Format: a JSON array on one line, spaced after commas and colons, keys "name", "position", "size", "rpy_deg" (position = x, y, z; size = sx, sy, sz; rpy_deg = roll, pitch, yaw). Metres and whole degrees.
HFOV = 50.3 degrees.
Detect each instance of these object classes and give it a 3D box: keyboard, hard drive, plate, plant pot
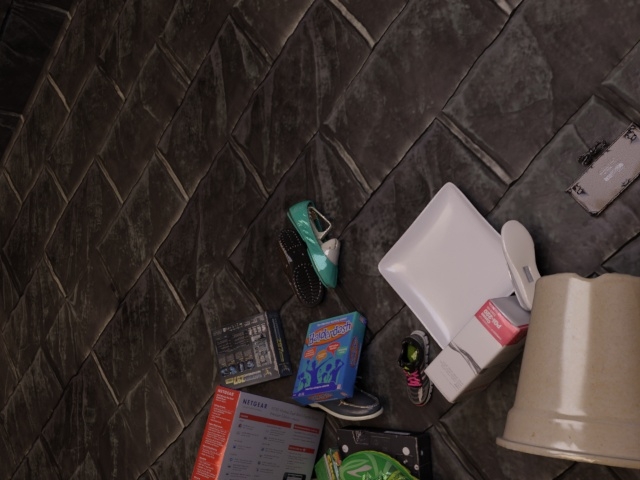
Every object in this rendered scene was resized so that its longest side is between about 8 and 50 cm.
[{"name": "keyboard", "position": [0.553, -0.143, 1.310], "size": [0.108, 0.023, 0.180], "rpy_deg": [50, 118, 22]}, {"name": "hard drive", "position": [0.155, 0.615, 1.598], "size": [0.237, 0.064, 0.339], "rpy_deg": [-8, 83, 39]}, {"name": "plate", "position": [0.293, 0.061, 1.506], "size": [0.277, 0.045, 0.278], "rpy_deg": [52, 119, 27]}, {"name": "plant pot", "position": [0.485, 0.221, 1.195], "size": [0.333, 0.334, 0.306], "rpy_deg": [-4, 76, 40]}]

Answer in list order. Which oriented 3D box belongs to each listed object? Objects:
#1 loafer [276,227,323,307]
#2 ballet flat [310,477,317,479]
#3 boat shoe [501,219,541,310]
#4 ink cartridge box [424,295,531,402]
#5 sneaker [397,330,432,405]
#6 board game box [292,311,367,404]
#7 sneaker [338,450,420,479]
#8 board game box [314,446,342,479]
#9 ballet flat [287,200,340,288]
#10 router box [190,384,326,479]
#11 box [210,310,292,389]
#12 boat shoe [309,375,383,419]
[{"name": "loafer", "position": [-0.056, 0.076, 1.787], "size": [0.078, 0.080, 0.220], "rpy_deg": [124, 129, -64]}, {"name": "ballet flat", "position": [0.018, 0.710, 1.703], "size": [0.073, 0.080, 0.232], "rpy_deg": [-28, 72, 24]}, {"name": "boat shoe", "position": [0.398, 0.053, 1.356], "size": [0.063, 0.066, 0.184], "rpy_deg": [128, 121, -72]}, {"name": "ink cartridge box", "position": [0.338, 0.219, 1.391], "size": [0.092, 0.158, 0.218], "rpy_deg": [48, 117, 29]}, {"name": "sneaker", "position": [0.210, 0.293, 1.550], "size": [0.063, 0.074, 0.170], "rpy_deg": [-3, 88, 40]}, {"name": "board game box", "position": [0.023, 0.286, 1.656], "size": [0.160, 0.047, 0.210], "rpy_deg": [-21, 41, 38]}, {"name": "sneaker", "position": [0.150, 0.550, 1.482], "size": [0.295, 0.123, 0.109], "rpy_deg": [17, 100, 39]}, {"name": "board game box", "position": [0.044, 0.640, 1.619], "size": [0.136, 0.030, 0.260], "rpy_deg": [114, 146, -52]}, {"name": "ballet flat", "position": [0.000, 0.000, 1.732], "size": [0.087, 0.083, 0.247], "rpy_deg": [-34, 69, 19]}, {"name": "router box", "position": [-0.145, 0.528, 1.627], "size": [0.082, 0.335, 0.301], "rpy_deg": [3, 72, 39]}, {"name": "box", "position": [-0.195, 0.310, 1.897], "size": [0.232, 0.059, 0.183], "rpy_deg": [-23, 74, 36]}, {"name": "boat shoe", "position": [0.047, 0.375, 1.677], "size": [0.254, 0.095, 0.079], "rpy_deg": [6, 104, 49]}]
